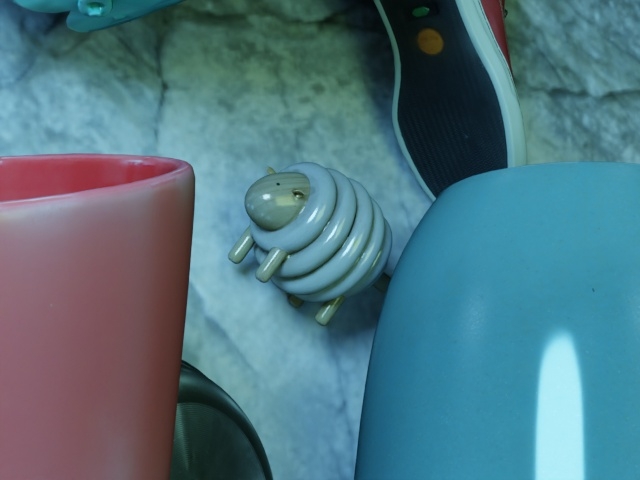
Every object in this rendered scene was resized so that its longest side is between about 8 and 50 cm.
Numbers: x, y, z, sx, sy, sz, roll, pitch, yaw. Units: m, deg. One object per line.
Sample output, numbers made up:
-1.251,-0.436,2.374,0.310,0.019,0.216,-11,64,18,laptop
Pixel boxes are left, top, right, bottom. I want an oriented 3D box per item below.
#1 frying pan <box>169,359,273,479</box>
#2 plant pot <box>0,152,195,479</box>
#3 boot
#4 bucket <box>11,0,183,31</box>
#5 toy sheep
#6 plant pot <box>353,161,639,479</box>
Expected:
-0.081,0.224,1.119,0.197,0.053,0.326,-1,81,-51,frying pan
-0.184,0.089,0.919,0.275,0.275,0.243,-9,99,-37,plant pot
0.110,-0.147,1.310,0.176,0.088,0.244,-46,126,-52,boot
-0.083,-0.267,1.066,0.281,0.183,0.281,21,64,-53,bucket
0.000,0.000,1.207,0.132,0.091,0.091,38,63,-42,toy sheep
0.161,0.085,1.195,0.293,0.293,0.235,11,73,-35,plant pot
